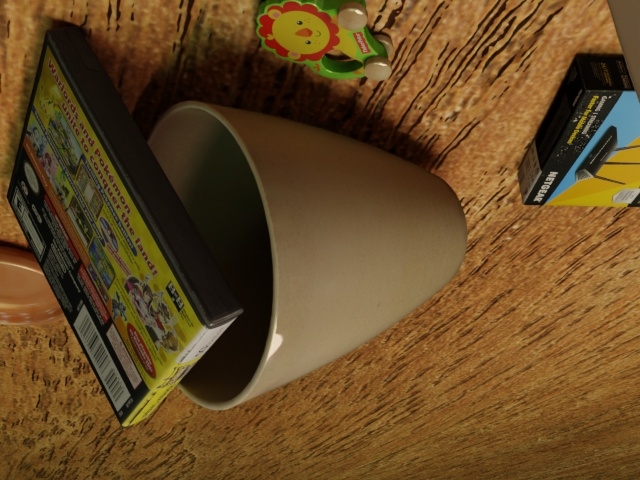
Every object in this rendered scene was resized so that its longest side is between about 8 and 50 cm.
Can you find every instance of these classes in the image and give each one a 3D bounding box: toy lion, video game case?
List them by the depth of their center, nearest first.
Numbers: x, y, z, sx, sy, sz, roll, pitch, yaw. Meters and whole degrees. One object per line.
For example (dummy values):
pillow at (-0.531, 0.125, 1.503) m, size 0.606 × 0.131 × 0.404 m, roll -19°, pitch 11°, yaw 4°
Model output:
toy lion at (0.001, -0.164, 0.580) m, size 0.096 × 0.034 × 0.100 m, roll -6°, pitch 151°, yaw 22°
video game case at (-0.190, 0.003, 0.635) m, size 0.035 × 0.275 × 0.248 m, roll -21°, pitch 163°, yaw -38°

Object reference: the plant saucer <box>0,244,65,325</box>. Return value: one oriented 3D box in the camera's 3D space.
plant saucer at (-0.419, 0.057, 0.942) m, size 0.200 × 0.037 × 0.200 m, roll -1°, pitch 150°, yaw -1°

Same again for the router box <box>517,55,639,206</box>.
router box at (0.280, -0.097, 0.690) m, size 0.133 × 0.046 × 0.179 m, roll 0°, pitch 150°, yaw -3°

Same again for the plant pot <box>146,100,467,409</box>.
plant pot at (0.000, 0.000, 0.683) m, size 0.274 × 0.256 × 0.256 m, roll -7°, pitch 158°, yaw -37°

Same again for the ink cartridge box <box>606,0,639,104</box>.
ink cartridge box at (0.250, -0.182, 0.349) m, size 0.168 × 0.233 × 0.171 m, roll 8°, pitch 150°, yaw -16°
